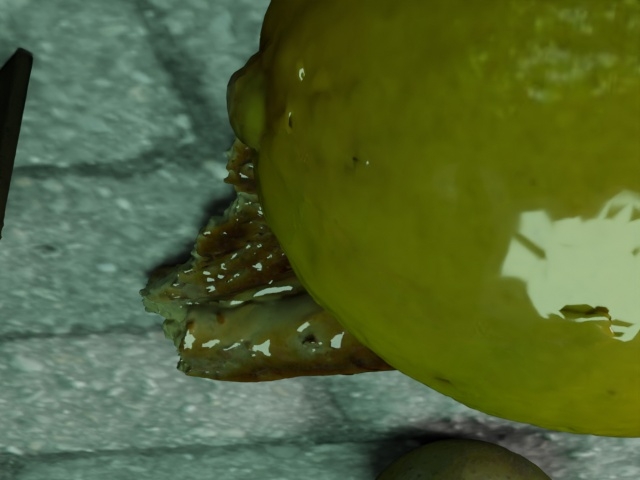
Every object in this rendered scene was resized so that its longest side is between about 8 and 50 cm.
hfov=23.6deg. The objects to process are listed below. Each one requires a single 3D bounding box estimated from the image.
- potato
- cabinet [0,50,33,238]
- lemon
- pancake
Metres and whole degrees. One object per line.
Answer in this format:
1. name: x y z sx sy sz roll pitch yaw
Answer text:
1. potato: 0.091 0.219 1.044 0.157 0.157 0.194 4 160 -3
2. cabinet: -0.265 -0.011 0.691 0.175 0.148 0.215 25 140 -30
3. lemon: 0.109 -0.045 0.538 0.263 0.236 0.236 24 142 -25
4. pancake: 0.000 0.000 0.772 0.266 0.057 0.244 -8 145 18
